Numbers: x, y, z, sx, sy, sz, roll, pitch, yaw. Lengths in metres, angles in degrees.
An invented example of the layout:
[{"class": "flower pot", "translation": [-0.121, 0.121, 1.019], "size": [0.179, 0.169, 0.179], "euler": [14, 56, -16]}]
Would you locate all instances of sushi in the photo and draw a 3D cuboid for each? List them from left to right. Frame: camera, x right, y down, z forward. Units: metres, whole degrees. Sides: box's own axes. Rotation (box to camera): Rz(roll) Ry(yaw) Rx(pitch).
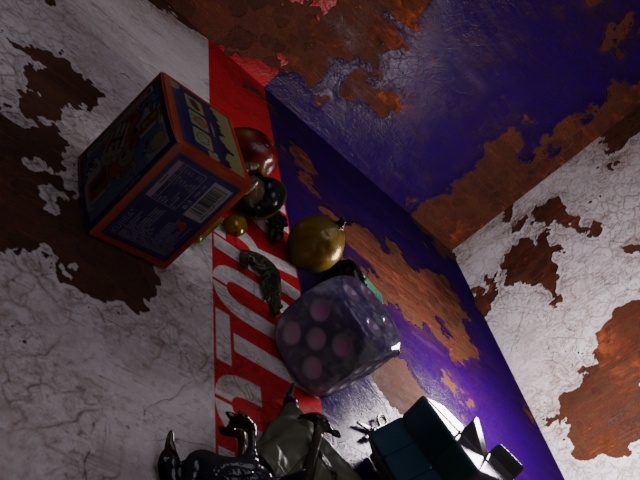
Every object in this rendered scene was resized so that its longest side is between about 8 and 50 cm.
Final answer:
[{"class": "sushi", "translation": [0.055, 0.172, 2.197], "size": [0.136, 0.225, 0.126], "euler": [38, 22, -28]}]

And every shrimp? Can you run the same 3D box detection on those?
[{"class": "shrimp", "translation": [-0.186, 0.123, 2.040], "size": [0.169, 0.058, 0.296], "euler": [31, 22, -26]}]

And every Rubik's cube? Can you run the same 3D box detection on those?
[{"class": "Rubik's cube", "translation": [0.317, 0.629, 1.756], "size": [0.368, 0.358, 0.387], "euler": [35, 13, -38]}]

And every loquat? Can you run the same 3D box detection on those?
[{"class": "loquat", "translation": [0.000, 0.000, 2.371], "size": [0.213, 0.246, 0.213], "euler": [46, 17, -19]}]

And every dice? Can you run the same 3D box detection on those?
[{"class": "dice", "translation": [0.052, 0.281, 1.924], "size": [0.271, 0.270, 0.270], "euler": [57, 21, 19]}]

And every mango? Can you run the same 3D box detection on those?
[{"class": "mango", "translation": [-0.278, -0.053, 2.146], "size": [0.080, 0.060, 0.114], "euler": [48, 16, -12]}]

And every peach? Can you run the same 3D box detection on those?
[{"class": "peach", "translation": [-0.259, -0.316, 2.417], "size": [0.243, 0.244, 0.199], "euler": [20, 77, -54]}]

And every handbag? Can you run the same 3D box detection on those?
[{"class": "handbag", "translation": [-0.025, 0.552, 1.509], "size": [0.315, 0.109, 0.253], "euler": [51, 24, 3]}]

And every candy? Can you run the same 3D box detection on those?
[{"class": "candy", "translation": [-0.071, 0.447, 1.691], "size": [0.043, 0.045, 0.175], "euler": [46, 18, -43]}]

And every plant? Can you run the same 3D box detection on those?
[{"class": "plant", "translation": [-0.161, -0.052, 2.376], "size": [0.085, 0.087, 0.174], "euler": [9, 32, -5]}]

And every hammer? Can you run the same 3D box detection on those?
[{"class": "hammer", "translation": [-0.021, 0.498, 1.447], "size": [0.125, 0.027, 0.297], "euler": [38, 28, -10]}]

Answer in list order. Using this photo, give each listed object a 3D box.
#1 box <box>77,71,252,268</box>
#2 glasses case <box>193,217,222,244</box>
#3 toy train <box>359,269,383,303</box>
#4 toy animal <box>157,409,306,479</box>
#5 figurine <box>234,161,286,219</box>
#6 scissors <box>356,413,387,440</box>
[{"class": "box", "translation": [-0.407, -0.178, 1.673], "size": [0.257, 0.349, 0.318], "euler": [30, 28, -42]}, {"class": "glasses case", "translation": [-0.357, -0.053, 1.974], "size": [0.079, 0.064, 0.234], "euler": [54, 18, -9]}, {"class": "toy train", "translation": [0.157, 0.241, 2.459], "size": [0.194, 0.120, 0.298], "euler": [48, 19, -20]}, {"class": "toy animal", "translation": [-0.173, 0.456, 1.304], "size": [0.298, 0.122, 0.185], "euler": [30, 43, -16]}, {"class": "figurine", "translation": [-0.243, -0.173, 2.280], "size": [0.257, 0.167, 0.192], "euler": [34, 51, -41]}, {"class": "scissors", "translation": [0.172, 0.587, 1.990], "size": [0.187, 0.020, 0.133], "euler": [27, 34, -49]}]
